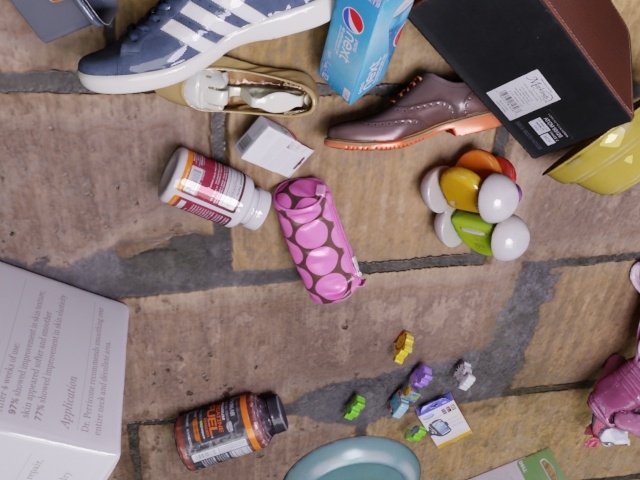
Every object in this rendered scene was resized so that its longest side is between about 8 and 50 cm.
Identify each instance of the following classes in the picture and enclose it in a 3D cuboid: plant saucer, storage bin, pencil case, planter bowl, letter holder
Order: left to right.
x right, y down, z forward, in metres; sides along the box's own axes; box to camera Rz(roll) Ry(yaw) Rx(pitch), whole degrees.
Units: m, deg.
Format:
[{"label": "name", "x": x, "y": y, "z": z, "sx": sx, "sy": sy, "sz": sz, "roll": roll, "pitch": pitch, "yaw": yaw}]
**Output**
[{"label": "storage bin", "x": -0.325, "y": -0.305, "z": 0.849, "sx": 0.091, "sy": 0.098, "sz": 0.135, "roll": -22, "pitch": 126, "yaw": 16}, {"label": "pencil case", "x": 0.000, "y": 0.000, "z": 1.122, "sx": 0.098, "sy": 0.095, "sz": 0.209, "roll": -2, "pitch": 131, "yaw": 27}, {"label": "plant saucer", "x": 0.070, "y": 0.549, "z": 1.534, "sx": 0.318, "sy": 0.043, "sz": 0.317, "roll": -6, "pitch": 125, "yaw": -8}, {"label": "letter holder", "x": 0.281, "y": -0.301, "z": 0.960, "sx": 0.302, "sy": 0.214, "sz": 0.152, "roll": 39, "pitch": 140, "yaw": -28}, {"label": "planter bowl", "x": 0.446, "y": -0.130, "z": 1.046, "sx": 0.217, "sy": 0.217, "sz": 0.090, "roll": -39, "pitch": 86, "yaw": 14}]

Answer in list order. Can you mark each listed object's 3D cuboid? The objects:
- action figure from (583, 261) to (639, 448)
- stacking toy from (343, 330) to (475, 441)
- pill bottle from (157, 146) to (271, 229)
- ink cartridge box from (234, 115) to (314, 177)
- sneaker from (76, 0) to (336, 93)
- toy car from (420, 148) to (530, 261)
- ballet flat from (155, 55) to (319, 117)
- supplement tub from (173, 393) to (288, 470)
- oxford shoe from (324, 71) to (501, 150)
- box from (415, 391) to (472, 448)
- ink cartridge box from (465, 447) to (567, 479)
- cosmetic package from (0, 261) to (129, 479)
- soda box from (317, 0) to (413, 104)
[{"label": "action figure", "x": 0.622, "y": 0.270, "z": 1.342, "sx": 0.276, "sy": 0.248, "sz": 0.370, "roll": 29, "pitch": 110, "yaw": -27}, {"label": "stacking toy", "x": 0.170, "y": 0.290, "z": 1.369, "sx": 0.167, "sy": 0.052, "sz": 0.221, "roll": 26, "pitch": 115, "yaw": -18}, {"label": "pill bottle", "x": -0.154, "y": -0.071, "z": 1.042, "sx": 0.152, "sy": 0.086, "sz": 0.086, "roll": 23, "pitch": 116, "yaw": -25}, {"label": "ink cartridge box", "x": -0.067, "y": -0.136, "z": 1.044, "sx": 0.063, "sy": 0.029, "sz": 0.115, "roll": -45, "pitch": 148, "yaw": 18}, {"label": "sneaker", "x": -0.150, "y": -0.301, "z": 0.868, "sx": 0.350, "sy": 0.131, "sz": 0.148, "roll": -25, "pitch": 127, "yaw": -7}, {"label": "toy car", "x": 0.259, "y": -0.063, "z": 1.120, "sx": 0.136, "sy": 0.159, "sz": 0.182, "roll": -46, "pitch": 129, "yaw": -25}, {"label": "ballet flat", "x": -0.112, "y": -0.208, "z": 0.966, "sx": 0.232, "sy": 0.073, "sz": 0.080, "roll": 0, "pitch": 123, "yaw": -12}, {"label": "supplement tub", "x": -0.163, "y": 0.348, "z": 1.310, "sx": 0.198, "sy": 0.106, "sz": 0.106, "roll": -19, "pitch": 125, "yaw": -1}, {"label": "oxford shoe", "x": 0.132, "y": -0.192, "z": 1.034, "sx": 0.271, "sy": 0.097, "sz": 0.098, "roll": -13, "pitch": 105, "yaw": -8}, {"label": "box", "x": 0.253, "y": 0.368, "z": 1.462, "sx": 0.081, "sy": 0.028, "sz": 0.136, "roll": -27, "pitch": 122, "yaw": 6}, {"label": "ink cartridge box", "x": 0.441, "y": 0.559, "z": 1.580, "sx": 0.209, "sy": 0.109, "sz": 0.062, "roll": -23, "pitch": 125, "yaw": 3}, {"label": "cosmetic package", "x": -0.528, "y": 0.241, "z": 1.022, "sx": 0.394, "sy": 0.329, "sz": 0.327, "roll": 24, "pitch": 116, "yaw": -24}, {"label": "soda box", "x": 0.058, "y": -0.268, "z": 0.891, "sx": 0.071, "sy": 0.067, "sz": 0.210, "roll": -40, "pitch": 169, "yaw": -23}]
